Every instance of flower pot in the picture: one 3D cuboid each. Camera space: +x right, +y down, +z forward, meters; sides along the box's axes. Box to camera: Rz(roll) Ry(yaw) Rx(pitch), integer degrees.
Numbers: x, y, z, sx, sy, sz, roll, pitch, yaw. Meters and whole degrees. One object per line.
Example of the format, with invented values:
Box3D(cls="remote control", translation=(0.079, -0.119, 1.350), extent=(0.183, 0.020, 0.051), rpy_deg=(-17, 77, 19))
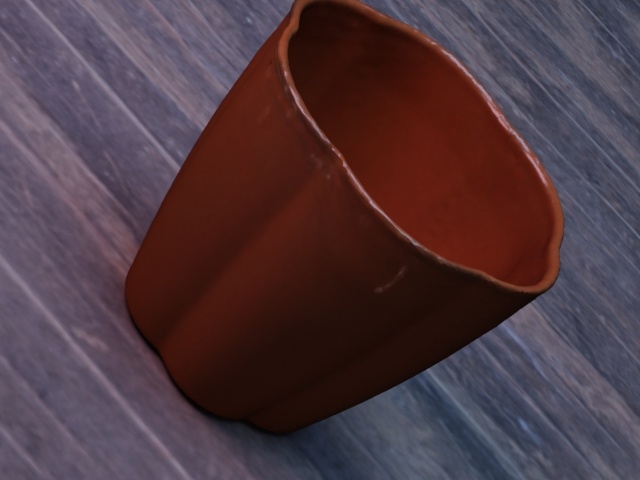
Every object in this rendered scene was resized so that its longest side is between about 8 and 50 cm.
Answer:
Box3D(cls="flower pot", translation=(0.000, 0.000, 0.995), extent=(0.191, 0.173, 0.190), rpy_deg=(34, 30, -22))
